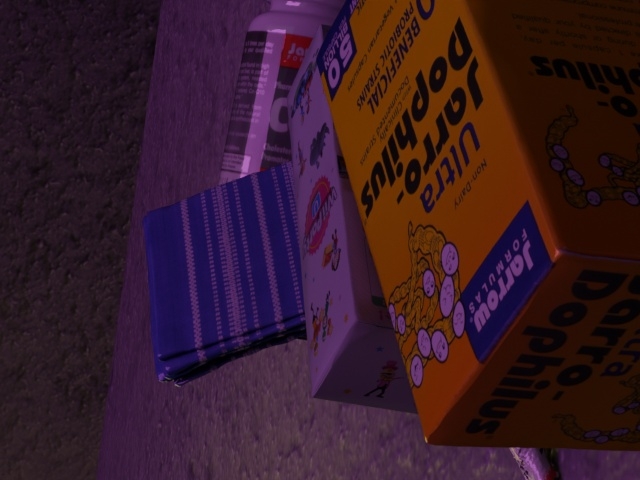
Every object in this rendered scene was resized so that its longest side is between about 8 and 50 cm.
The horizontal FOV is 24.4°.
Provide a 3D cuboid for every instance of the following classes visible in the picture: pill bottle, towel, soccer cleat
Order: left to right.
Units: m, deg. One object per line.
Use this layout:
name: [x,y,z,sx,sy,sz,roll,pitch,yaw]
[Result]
pill bottle: [-0.015,-0.165,1.661,0.161,0.161,0.283,-165,86,-72]
towel: [0.000,0.000,1.343,0.243,0.336,0.040,-104,-5,-52]
soccer cleat: [0.162,0.167,1.148,0.029,0.035,0.083,125,150,-52]

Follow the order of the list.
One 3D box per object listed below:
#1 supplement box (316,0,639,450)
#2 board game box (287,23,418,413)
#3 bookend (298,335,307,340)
supplement box: [0.147,-0.059,0.998,0.194,0.195,0.356,118,148,-43]
board game box: [0.097,-0.011,1.141,0.097,0.224,0.303,119,155,-42]
bookend: [0.045,0.058,1.368,0.157,0.156,0.072,162,116,-69]
